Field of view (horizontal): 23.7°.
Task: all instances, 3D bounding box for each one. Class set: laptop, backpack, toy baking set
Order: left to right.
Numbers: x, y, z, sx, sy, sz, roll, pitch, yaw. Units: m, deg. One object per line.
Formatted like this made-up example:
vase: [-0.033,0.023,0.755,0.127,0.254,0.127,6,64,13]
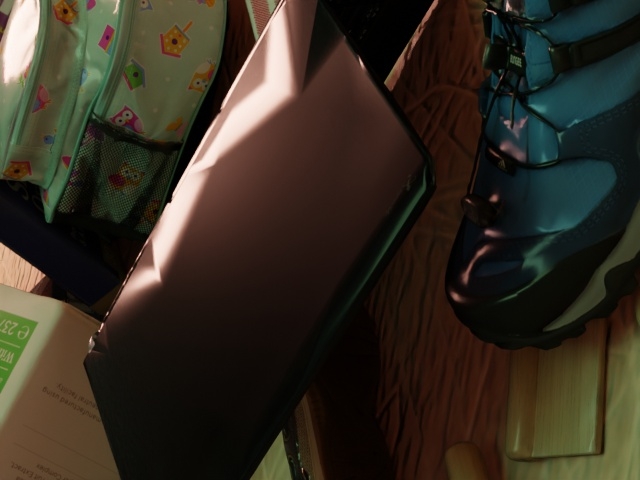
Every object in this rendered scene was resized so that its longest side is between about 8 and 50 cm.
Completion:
backpack: [-0.142,-0.117,1.028,0.188,0.144,0.166,-56,29,26]
laptop: [0.000,0.000,0.724,0.136,0.264,0.234,40,116,15]
toy baking set: [0.119,0.118,0.569,0.197,0.030,0.256,-48,39,40]

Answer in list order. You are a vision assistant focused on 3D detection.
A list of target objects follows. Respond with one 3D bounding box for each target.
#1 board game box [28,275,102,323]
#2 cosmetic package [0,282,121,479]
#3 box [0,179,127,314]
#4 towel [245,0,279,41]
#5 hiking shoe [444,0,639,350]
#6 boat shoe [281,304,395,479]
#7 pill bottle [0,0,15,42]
board game box: [-0.238,0.143,1.179,0.243,0.042,0.165,-38,46,48]
cosmetic package: [-0.233,0.213,0.895,0.197,0.155,0.365,10,68,46]
box: [-0.227,-0.053,1.069,0.036,0.225,0.136,-38,41,15]
towel: [0.009,-0.193,0.915,0.197,0.029,0.144,-53,36,39]
hiking shoe: [0.095,-0.107,0.606,0.113,0.132,0.304,31,104,62]
boat shoe: [0.000,0.085,0.768,0.049,0.056,0.152,-43,40,41]
pill bottle: [-0.218,-0.201,1.170,0.301,0.169,0.169,-53,36,36]
